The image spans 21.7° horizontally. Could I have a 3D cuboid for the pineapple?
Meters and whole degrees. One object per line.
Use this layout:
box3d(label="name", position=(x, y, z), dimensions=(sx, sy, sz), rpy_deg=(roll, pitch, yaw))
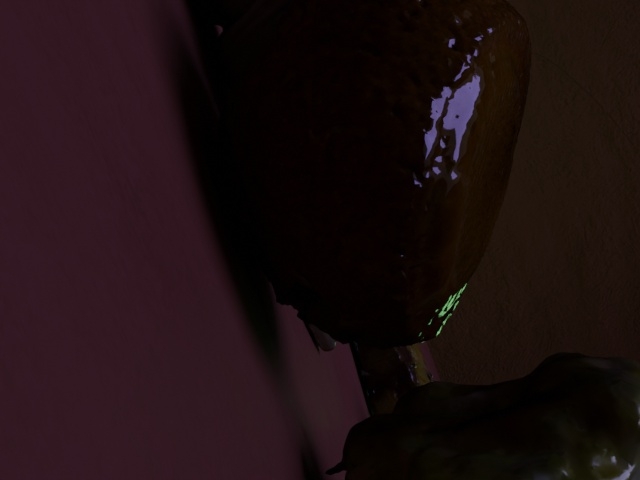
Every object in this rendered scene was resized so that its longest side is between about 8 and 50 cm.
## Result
box3d(label="pineapple", position=(0.089, 0.153, 1.960), dimensions=(0.135, 0.080, 0.233), rpy_deg=(66, 8, -71))

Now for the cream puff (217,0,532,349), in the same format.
box3d(label="cream puff", position=(0.036, -0.074, 1.254), dimensions=(0.303, 0.212, 0.303), rpy_deg=(14, 90, -72))

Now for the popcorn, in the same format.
box3d(label="popcorn", position=(0.154, 0.244, 1.254), dimensions=(0.312, 0.312, 0.312), rpy_deg=(-17, 90, -85))

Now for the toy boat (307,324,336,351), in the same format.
box3d(label="toy boat", position=(0.000, 0.000, 1.571), dimensions=(0.116, 0.061, 0.188), rpy_deg=(66, 8, -53))

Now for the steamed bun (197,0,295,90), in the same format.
box3d(label="steamed bun", position=(-0.041, -0.219, 1.430), dimensions=(0.211, 0.144, 0.218), rpy_deg=(-90, -165, -60))
